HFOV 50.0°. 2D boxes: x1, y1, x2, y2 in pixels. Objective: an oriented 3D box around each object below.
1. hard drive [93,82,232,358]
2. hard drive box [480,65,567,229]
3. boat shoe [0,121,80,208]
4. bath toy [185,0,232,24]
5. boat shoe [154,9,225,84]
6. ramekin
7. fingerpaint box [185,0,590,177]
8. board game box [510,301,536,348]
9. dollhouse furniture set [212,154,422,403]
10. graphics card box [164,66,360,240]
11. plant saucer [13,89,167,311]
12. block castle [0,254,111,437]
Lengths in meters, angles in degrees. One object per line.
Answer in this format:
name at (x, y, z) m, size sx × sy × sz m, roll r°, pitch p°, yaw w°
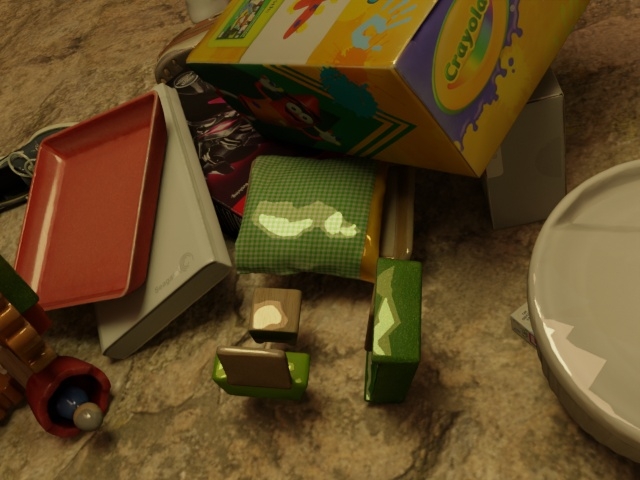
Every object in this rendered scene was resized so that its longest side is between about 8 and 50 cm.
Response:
hard drive at (-0.228, -0.033, 0.878) m, size 0.203 × 0.040 × 0.307 m, roll -39°, pitch 52°, yaw 22°
hard drive box at (0.220, -0.162, 0.820) m, size 0.089 × 0.181 × 0.232 m, roll -12°, pitch 46°, yaw 10°
boat shoe at (-0.463, -0.110, 1.088) m, size 0.254 × 0.095 × 0.079 m, roll -18°, pitch 44°, yaw 6°
bath toy at (-0.102, -0.496, 1.282) m, size 0.348 × 0.129 × 0.151 m, roll -5°, pitch 48°, yaw 18°
boat shoe at (-0.132, -0.351, 1.169) m, size 0.324 × 0.123 × 0.116 m, roll -18°, pitch 44°, yaw 2°
ramekin at (0.309, 0.069, 0.584) m, size 0.273 × 0.127 × 0.273 m, roll -4°, pitch 59°, yaw 8°
fingerpaint box at (0.113, -0.309, 0.759) m, size 0.371 × 0.163 × 0.445 m, roll 18°, pitch 71°, yaw 51°
board game box at (0.286, 0.068, 0.693) m, size 0.154 × 0.026 × 0.103 m, roll -35°, pitch 46°, yaw -12°
dollhouse furniture set at (0.000, 0.000, 0.708) m, size 0.197 × 0.151 × 0.301 m, roll 3°, pitch 61°, yaw 4°
graphics card box at (-0.119, -0.140, 0.988) m, size 0.233 × 0.094 × 0.371 m, roll -44°, pitch 48°, yaw -19°
plant saucer at (-0.290, -0.035, 0.870) m, size 0.258 × 0.048 × 0.259 m, roll -11°, pitch 67°, yaw 36°
block castle at (-0.427, 0.109, 0.635) m, size 0.213 × 0.453 × 0.303 m, roll 19°, pitch 57°, yaw 42°
